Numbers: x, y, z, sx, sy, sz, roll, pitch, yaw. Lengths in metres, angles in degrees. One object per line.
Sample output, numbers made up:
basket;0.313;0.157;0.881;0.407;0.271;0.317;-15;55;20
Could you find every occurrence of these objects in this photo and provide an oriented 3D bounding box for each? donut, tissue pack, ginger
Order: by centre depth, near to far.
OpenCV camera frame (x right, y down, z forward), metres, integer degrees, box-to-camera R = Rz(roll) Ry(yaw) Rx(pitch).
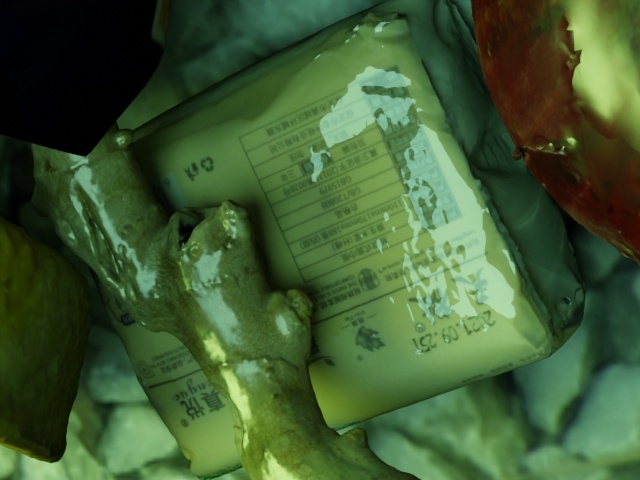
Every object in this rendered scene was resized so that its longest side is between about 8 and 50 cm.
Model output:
ginger;-0.034;0.043;0.793;0.288;0.075;0.089;46;108;11
tissue pack;0.000;0.000;0.853;0.222;0.090;0.186;-25;95;24
donut;-0.244;0.013;0.858;0.303;0.303;0.110;20;78;13

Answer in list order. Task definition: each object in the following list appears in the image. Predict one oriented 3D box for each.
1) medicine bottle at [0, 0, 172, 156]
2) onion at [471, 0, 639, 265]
medicine bottle;-0.146;-0.248;0.715;0.242;0.242;0.395;14;88;16
onion;0.191;-0.101;0.654;0.276;0.276;0.276;7;110;19
